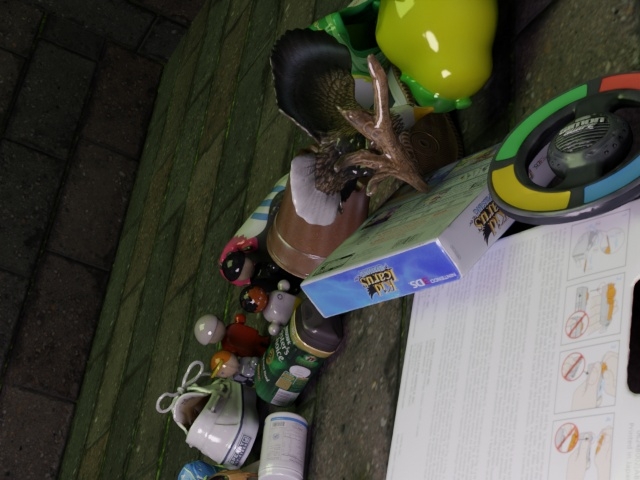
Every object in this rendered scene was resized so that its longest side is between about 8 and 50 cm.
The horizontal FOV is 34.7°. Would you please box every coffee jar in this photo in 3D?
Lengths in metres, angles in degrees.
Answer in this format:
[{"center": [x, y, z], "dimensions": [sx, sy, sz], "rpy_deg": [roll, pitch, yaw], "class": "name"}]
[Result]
[{"center": [-0.035, 0.180, 1.659], "dimensions": [0.184, 0.079, 0.096], "rpy_deg": [-55, 24, 31], "class": "coffee jar"}]

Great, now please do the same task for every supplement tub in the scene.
[{"center": [-0.057, 0.326, 1.582], "dimensions": [0.071, 0.071, 0.107], "rpy_deg": [-45, 31, 47], "class": "supplement tub"}]

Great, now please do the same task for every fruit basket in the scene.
[{"center": [0.149, -0.374, 1.437], "dimensions": [0.392, 0.392, 0.283], "rpy_deg": [-64, 21, 12], "class": "fruit basket"}]

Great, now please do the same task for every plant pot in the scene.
[{"center": [0.008, -0.052, 1.591], "dimensions": [0.167, 0.167, 0.165], "rpy_deg": [-93, 11, -49], "class": "plant pot"}]

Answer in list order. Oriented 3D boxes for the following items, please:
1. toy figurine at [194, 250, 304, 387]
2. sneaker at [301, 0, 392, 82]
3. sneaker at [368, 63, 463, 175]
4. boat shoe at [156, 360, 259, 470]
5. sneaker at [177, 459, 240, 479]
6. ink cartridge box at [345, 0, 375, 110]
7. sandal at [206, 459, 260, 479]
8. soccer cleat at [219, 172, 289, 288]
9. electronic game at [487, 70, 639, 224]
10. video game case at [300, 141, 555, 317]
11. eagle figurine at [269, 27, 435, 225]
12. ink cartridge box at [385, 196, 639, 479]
[{"center": [-0.123, 0.143, 1.816], "dimensions": [0.213, 0.148, 0.209], "rpy_deg": [-62, 21, 15], "class": "toy figurine"}, {"center": [0.097, -0.310, 1.598], "dimensions": [0.123, 0.296, 0.109], "rpy_deg": [-31, 79, 44], "class": "sneaker"}, {"center": [0.128, -0.136, 1.544], "dimensions": [0.282, 0.099, 0.153], "rpy_deg": [-96, 27, -42], "class": "sneaker"}, {"center": [-0.209, 0.297, 1.810], "dimensions": [0.135, 0.156, 0.367], "rpy_deg": [-63, 10, 4], "class": "boat shoe"}, {"center": [-0.173, 0.432, 1.684], "dimensions": [0.091, 0.126, 0.240], "rpy_deg": [-68, 20, 1], "class": "sneaker"}, {"center": [0.095, -0.323, 1.764], "dimensions": [0.128, 0.127, 0.176], "rpy_deg": [-32, 40, 59], "class": "ink cartridge box"}, {"center": [-0.158, 0.395, 1.606], "dimensions": [0.090, 0.219, 0.060], "rpy_deg": [-117, 13, -49], "class": "sandal"}, {"center": [-0.081, -0.027, 1.969], "dimensions": [0.331, 0.116, 0.143], "rpy_deg": [-45, 13, 45], "class": "soccer cleat"}, {"center": [0.281, -0.100, 1.072], "dimensions": [0.229, 0.048, 0.229], "rpy_deg": [-27, 30, 17], "class": "electronic game"}, {"center": [0.135, -0.019, 1.250], "dimensions": [0.244, 0.061, 0.269], "rpy_deg": [-44, 14, -34], "class": "video game case"}, {"center": [0.041, -0.146, 1.354], "dimensions": [0.298, 0.225, 0.226], "rpy_deg": [40, 116, 61], "class": "eagle figurine"}, {"center": [0.235, 0.135, 1.061], "dimensions": [0.385, 0.091, 0.308], "rpy_deg": [-21, 49, 49], "class": "ink cartridge box"}]
